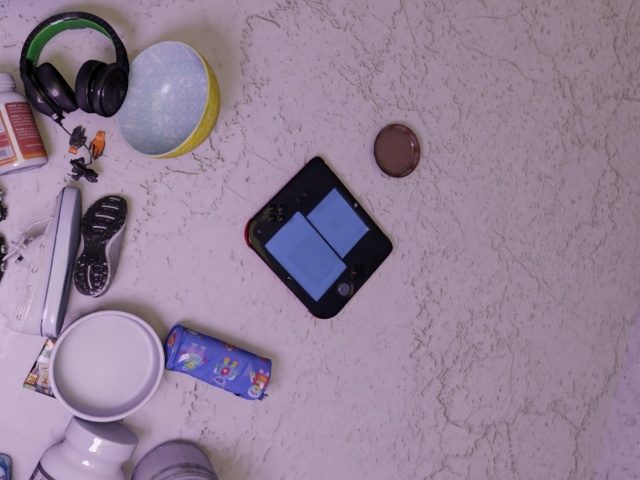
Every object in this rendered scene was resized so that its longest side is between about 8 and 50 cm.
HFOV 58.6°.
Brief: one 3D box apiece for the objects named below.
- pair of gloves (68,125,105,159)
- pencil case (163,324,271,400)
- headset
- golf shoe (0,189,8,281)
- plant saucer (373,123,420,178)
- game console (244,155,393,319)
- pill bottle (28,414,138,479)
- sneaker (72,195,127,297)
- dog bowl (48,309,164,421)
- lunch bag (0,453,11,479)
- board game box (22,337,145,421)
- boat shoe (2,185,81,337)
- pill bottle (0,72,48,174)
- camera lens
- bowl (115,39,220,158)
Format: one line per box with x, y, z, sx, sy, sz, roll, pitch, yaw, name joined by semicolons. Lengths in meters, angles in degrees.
-0.590;-0.247;1.442;0.083;0.010;0.074;13;89;-19;pair of gloves
-0.279;0.335;1.537;0.306;0.119;0.133;27;93;-21;pencil case
-0.579;-0.347;1.376;0.243;0.185;0.394;-5;79;-1;headset
-0.808;0.001;1.331;0.120;0.105;0.273;0;88;-4;golf shoe
0.232;-0.276;1.767;0.168;0.029;0.168;-1;92;-23;plant saucer
0.000;0.000;1.669;0.342;0.060;0.386;-45;108;-14;game console
-0.603;0.619;1.367;0.210;0.210;0.363;29;82;-21;pill bottle
-0.549;0.014;1.433;0.100;0.108;0.271;10;72;-4;sneaker
-0.528;0.304;1.412;0.265;0.104;0.265;3;84;-25;dog bowl
-0.848;0.598;1.334;0.219;0.090;0.176;7;93;-21;lunch bag
-0.599;0.355;1.456;0.259;0.030;0.136;28;80;-21;board game box
-0.669;0.040;1.350;0.156;0.136;0.367;8;79;-13;boat shoe
-0.728;-0.269;1.325;0.121;0.121;0.216;-18;98;-21;pill bottle
-0.359;0.653;1.433;0.219;0.274;0.219;-1;93;-22;camera lens
-0.355;-0.334;1.438;0.156;0.289;0.289;13;86;-64;bowl
